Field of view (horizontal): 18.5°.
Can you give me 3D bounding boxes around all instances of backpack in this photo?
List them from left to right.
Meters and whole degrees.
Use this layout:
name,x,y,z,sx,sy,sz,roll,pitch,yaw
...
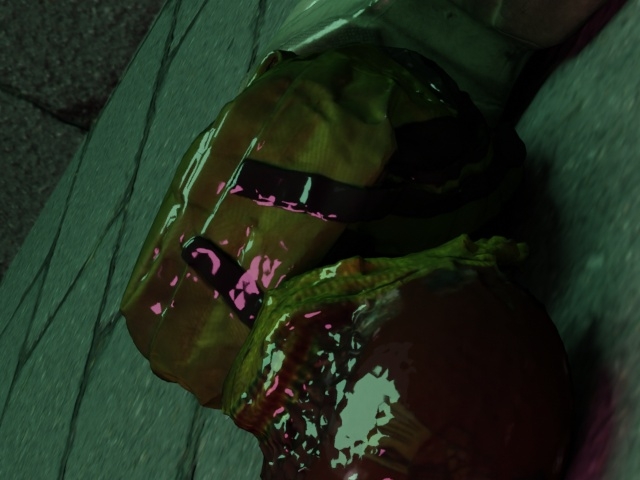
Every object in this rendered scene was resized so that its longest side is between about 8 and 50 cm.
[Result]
name,x,y,z,sx,sy,sz,roll,pitch,yaw
backpack,0.000,0.000,0.969,0.207,0.140,0.253,-61,-13,7

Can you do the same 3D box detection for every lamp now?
name,x,y,z,sx,sy,sz,roll,pitch,yaw
lamp,0.027,0.077,0.816,0.156,0.135,0.157,-56,17,29

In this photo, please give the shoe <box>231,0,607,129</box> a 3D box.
name,x,y,z,sx,sy,sz,roll,pitch,yaw
shoe,0.078,-0.162,1.141,0.342,0.132,0.210,-45,17,42

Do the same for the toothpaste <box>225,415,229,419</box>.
name,x,y,z,sx,sy,sz,roll,pitch,yaw
toothpaste,-0.054,0.050,1.404,0.067,0.043,0.194,-54,21,22
